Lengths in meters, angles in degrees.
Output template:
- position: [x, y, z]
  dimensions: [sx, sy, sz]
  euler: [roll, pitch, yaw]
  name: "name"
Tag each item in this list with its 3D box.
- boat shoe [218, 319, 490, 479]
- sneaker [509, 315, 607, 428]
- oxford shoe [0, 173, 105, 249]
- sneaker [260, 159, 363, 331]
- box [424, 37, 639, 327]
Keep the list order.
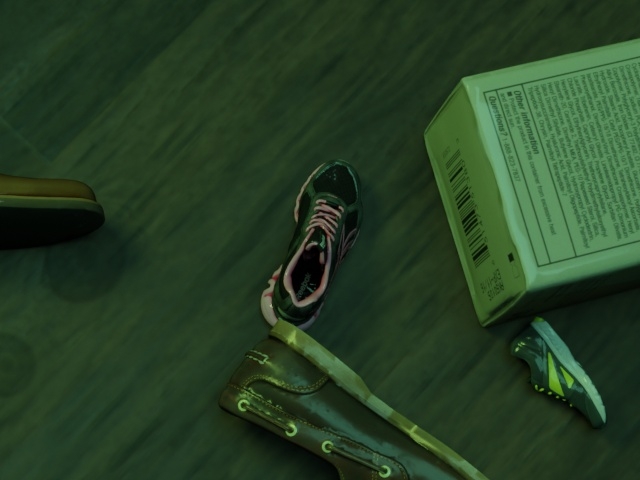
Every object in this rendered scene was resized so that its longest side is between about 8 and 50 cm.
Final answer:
- position: [0.032, 0.138, 1.229]
  dimensions: [0.207, 0.073, 0.073]
  euler: [36, 74, 8]
  name: "boat shoe"
- position: [0.153, 0.090, 1.285]
  dimensions: [0.035, 0.031, 0.083]
  euler: [-35, 85, 4]
  name: "sneaker"
- position: [-0.237, -0.038, 1.226]
  dimensions: [0.212, 0.076, 0.076]
  euler: [5, 66, -8]
  name: "oxford shoe"
- position: [0.000, 0.000, 1.264]
  dimensions: [0.047, 0.057, 0.119]
  euler: [19, 72, -3]
  name: "sneaker"
- position: [0.241, -0.056, 1.286]
  dimensions: [0.311, 0.121, 0.148]
  euler: [-12, 78, -13]
  name: "box"
